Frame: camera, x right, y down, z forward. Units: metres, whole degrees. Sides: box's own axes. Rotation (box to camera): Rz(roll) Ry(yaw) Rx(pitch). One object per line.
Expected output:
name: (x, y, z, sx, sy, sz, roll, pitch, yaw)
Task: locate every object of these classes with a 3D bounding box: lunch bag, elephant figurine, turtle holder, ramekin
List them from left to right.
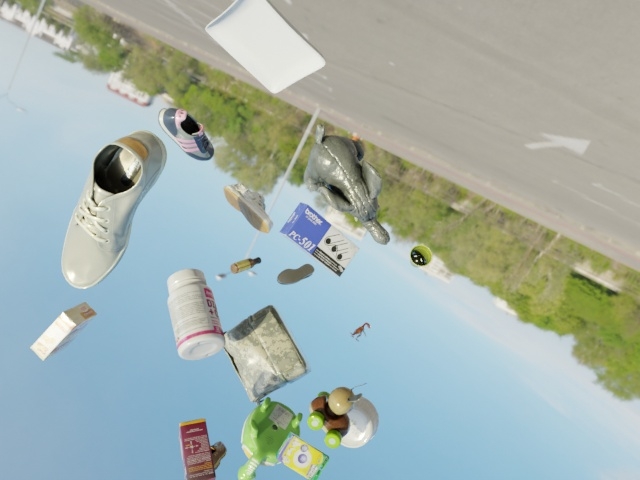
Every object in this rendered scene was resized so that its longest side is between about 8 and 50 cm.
lunch bag: (-0.213, 0.422, 2.085, 0.305, 0.256, 0.212, 59, 177, 14)
turtle holder: (-0.218, 0.850, 2.341, 0.243, 0.227, 0.320, 15, -138, -21)
ramekin: (0.137, 0.765, 2.338, 0.207, 0.207, 0.109, 28, -173, 12)
elephant figurine: (0.077, -0.121, 1.276, 0.185, 0.169, 0.239, -6, -127, -42)

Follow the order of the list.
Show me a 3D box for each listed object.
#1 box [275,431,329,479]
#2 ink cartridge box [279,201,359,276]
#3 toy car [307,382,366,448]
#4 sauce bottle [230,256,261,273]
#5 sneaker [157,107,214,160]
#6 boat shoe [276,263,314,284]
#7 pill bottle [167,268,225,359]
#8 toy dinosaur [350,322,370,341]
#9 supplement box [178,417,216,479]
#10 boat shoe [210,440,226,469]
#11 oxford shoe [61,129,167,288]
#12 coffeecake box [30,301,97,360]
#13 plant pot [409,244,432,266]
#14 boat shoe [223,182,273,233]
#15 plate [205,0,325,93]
box: (-0.060, 0.779, 1.996, 0.179, 0.105, 0.043, 35, 170, -10)
ink cartridge box: (0.000, 0.000, 1.453, 0.207, 0.097, 0.046, 40, 172, -30)
toy car: (0.072, 0.512, 1.720, 0.149, 0.188, 0.155, 47, -162, -3)
sauce bottle: (-0.273, 0.089, 2.053, 0.042, 0.042, 0.128, 32, -149, 33)
sneaker: (-0.498, -0.411, 2.213, 0.131, 0.112, 0.319, 4, 161, 29)
boat shoe: (-0.114, 0.160, 2.433, 0.206, 0.065, 0.075, -18, -116, -43)
pill bottle: (-0.434, 0.249, 1.914, 0.160, 0.160, 0.283, 17, -138, -48)
toy dinosaur: (0.154, 0.338, 2.090, 0.047, 0.082, 0.090, 32, 164, 21)
supplement box: (-0.369, 0.645, 1.661, 0.080, 0.104, 0.188, -5, -133, -20)
boat shoe: (-0.382, 0.761, 1.996, 0.178, 0.064, 0.060, -58, -53, -82)
oxford shoe: (-0.527, -0.070, 1.350, 0.169, 0.449, 0.130, 36, -163, 4)
coffeecake box: (-0.896, 0.315, 1.954, 0.068, 0.185, 0.142, 45, -169, 0)
plant pot: (0.359, 0.066, 2.040, 0.083, 0.083, 0.079, 28, 163, 6)
boat shoe: (-0.237, -0.130, 1.967, 0.096, 0.098, 0.277, -30, -128, -24)
plate: (-0.149, -0.552, 1.550, 0.278, 0.045, 0.277, 39, 153, -27)
